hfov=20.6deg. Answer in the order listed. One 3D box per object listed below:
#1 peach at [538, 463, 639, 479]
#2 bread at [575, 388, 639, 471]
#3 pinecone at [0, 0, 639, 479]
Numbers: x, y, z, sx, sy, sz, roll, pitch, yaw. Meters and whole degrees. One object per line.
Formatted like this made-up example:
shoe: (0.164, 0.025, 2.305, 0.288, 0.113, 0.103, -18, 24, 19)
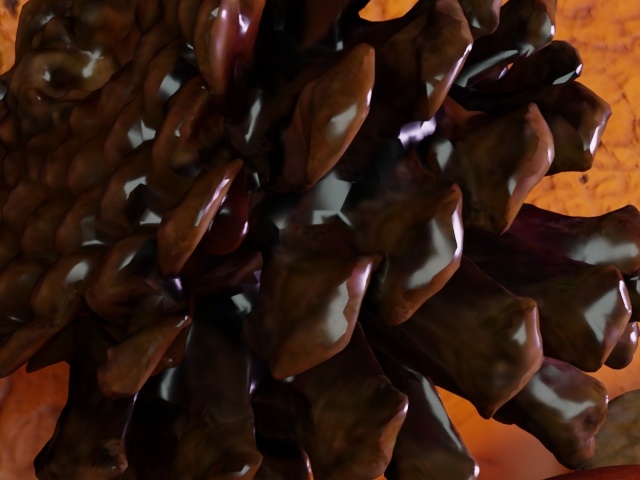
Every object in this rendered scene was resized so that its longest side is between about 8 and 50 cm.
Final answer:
peach: (0.137, 0.228, 0.795, 0.252, 0.252, 0.252, 1, 77, -3)
bread: (0.261, 0.144, 0.964, 0.287, 0.056, 0.207, -1, 50, 11)
pinecone: (0.000, 0.000, 0.894, 0.384, 0.384, 0.384, 1, 77, -3)
